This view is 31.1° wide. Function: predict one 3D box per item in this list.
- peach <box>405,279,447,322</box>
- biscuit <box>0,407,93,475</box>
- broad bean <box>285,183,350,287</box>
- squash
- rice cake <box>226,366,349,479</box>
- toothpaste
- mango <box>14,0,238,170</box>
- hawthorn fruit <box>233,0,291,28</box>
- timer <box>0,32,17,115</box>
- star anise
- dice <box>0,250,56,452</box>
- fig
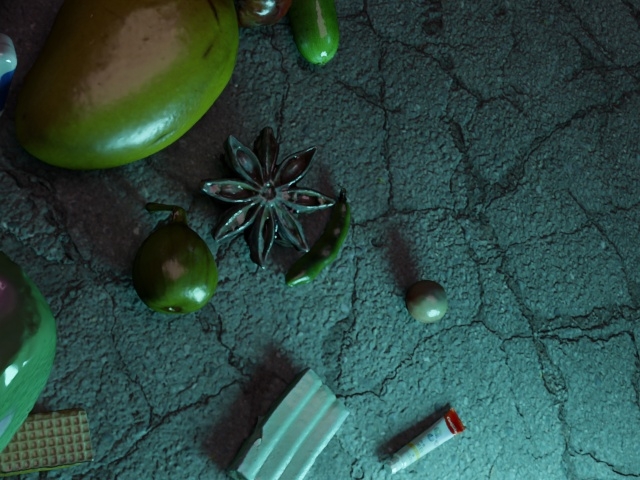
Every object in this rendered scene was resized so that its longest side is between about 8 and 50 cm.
[{"bbox_3d":[0.195,0.113,2.132,0.083,0.083,0.083,8,72,-25],"label":"peach"},{"bbox_3d":[-0.533,0.313,1.709,0.379,0.054,0.094,-4,76,-28],"label":"biscuit"},{"bbox_3d":[0.004,0.003,2.088,0.069,0.039,0.227,38,61,-20],"label":"broad bean"},{"bbox_3d":[-0.033,-0.514,2.185,0.101,0.101,0.378,-5,77,-28],"label":"squash"},{"bbox_3d":[-0.053,0.337,1.957,0.127,0.043,0.237,46,60,-10],"label":"rice cake"},{"bbox_3d":[0.189,0.367,2.084,0.190,0.031,0.048,-28,86,-33],"label":"toothpaste"},{"bbox_3d":[-0.323,-0.293,1.902,0.445,0.220,0.301,-45,100,-27],"label":"mango"},{"bbox_3d":[-0.121,-0.471,2.095,0.173,0.179,0.173,-1,107,-2],"label":"hawthorn fruit"},{"bbox_3d":[-0.607,-0.256,1.768,0.253,0.178,0.078,-3,60,-29],"label":"timer"},{"bbox_3d":[-0.098,-0.078,2.021,0.223,0.109,0.236,30,81,-8],"label":"star anise"},{"bbox_3d":[-0.567,0.172,1.534,0.330,0.322,0.318,34,46,2],"label":"dice"},{"bbox_3d":[-0.234,0.032,1.899,0.142,0.148,0.186,29,66,-23],"label":"fig"}]
